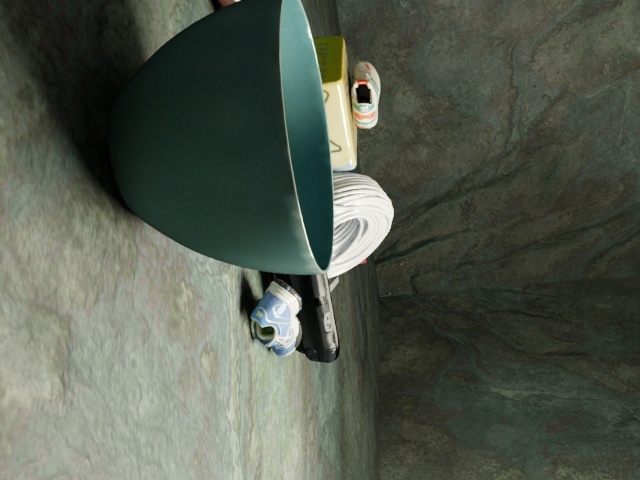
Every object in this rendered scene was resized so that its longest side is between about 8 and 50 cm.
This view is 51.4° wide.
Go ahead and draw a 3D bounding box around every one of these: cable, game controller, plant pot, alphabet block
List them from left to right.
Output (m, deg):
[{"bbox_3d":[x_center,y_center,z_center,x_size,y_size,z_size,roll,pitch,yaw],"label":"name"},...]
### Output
[{"bbox_3d":[-0.103,-0.101,0.702,0.290,0.196,0.289,-5,90,-81],"label":"plant pot"},{"bbox_3d":[-0.042,0.067,1.213,0.166,0.067,0.318,20,-57,61],"label":"game controller"},{"bbox_3d":[-0.033,-0.260,1.298,0.193,0.193,0.197,-89,170,-48],"label":"alphabet block"},{"bbox_3d":[0.023,-0.024,1.343,0.089,0.257,0.257,57,-38,30],"label":"cable"}]

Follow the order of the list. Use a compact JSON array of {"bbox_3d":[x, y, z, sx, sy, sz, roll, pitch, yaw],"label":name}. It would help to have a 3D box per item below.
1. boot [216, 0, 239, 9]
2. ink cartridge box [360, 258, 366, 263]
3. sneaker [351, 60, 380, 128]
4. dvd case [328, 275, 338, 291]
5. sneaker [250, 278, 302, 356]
[{"bbox_3d":[-0.154,-0.387,1.029,0.207,0.090,0.248,-11,97,-69],"label":"boot"},{"bbox_3d":[0.059,-0.024,1.942,0.176,0.128,0.128,70,17,-56],"label":"ink cartridge box"},{"bbox_3d":[0.088,-0.301,1.297,0.075,0.057,0.161,81,10,-62],"label":"sneaker"},{"bbox_3d":[0.000,0.000,1.549,0.179,0.030,0.238,-35,116,-78],"label":"dvd case"},{"bbox_3d":[-0.083,0.146,1.139,0.081,0.080,0.211,-45,155,-26],"label":"sneaker"}]
